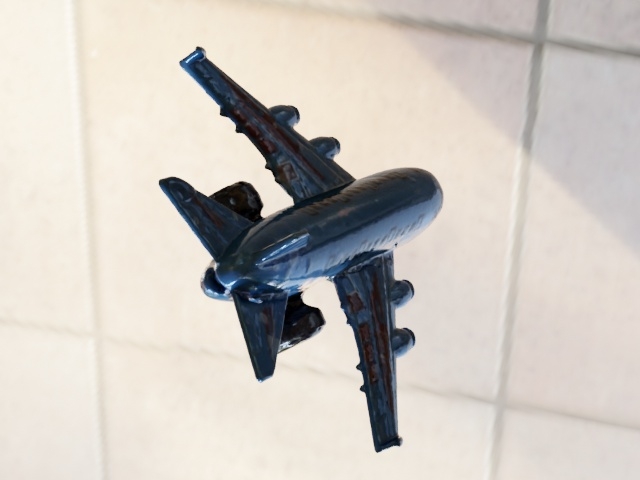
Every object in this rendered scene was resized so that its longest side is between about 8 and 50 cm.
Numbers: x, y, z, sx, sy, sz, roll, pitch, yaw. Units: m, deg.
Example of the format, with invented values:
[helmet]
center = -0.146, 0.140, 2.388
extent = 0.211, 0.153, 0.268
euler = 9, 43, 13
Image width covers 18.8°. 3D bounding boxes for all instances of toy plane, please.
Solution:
[toy plane]
center = 0.000, 0.000, 1.143
extent = 0.105, 0.271, 0.254
euler = -28, 86, 23
